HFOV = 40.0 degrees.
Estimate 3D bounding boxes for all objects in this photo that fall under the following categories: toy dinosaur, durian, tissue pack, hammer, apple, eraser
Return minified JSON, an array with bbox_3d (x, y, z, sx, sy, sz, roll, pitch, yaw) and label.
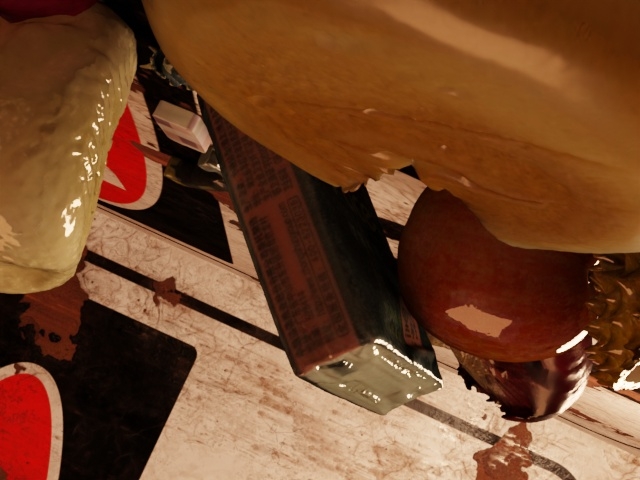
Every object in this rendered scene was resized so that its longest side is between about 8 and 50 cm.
[{"bbox_3d":[-0.156,-0.188,0.951,0.083,0.030,0.047,18,170,30],"label":"toy dinosaur"},{"bbox_3d":[0.264,0.018,0.652,0.183,0.138,0.249,-22,159,4],"label":"durian"},{"bbox_3d":[0.000,0.000,0.854,0.228,0.103,0.315,42,-156,-61],"label":"tissue pack"},{"bbox_3d":[-0.170,-0.101,1.415,0.159,0.041,0.226,34,166,-35],"label":"hammer"},{"bbox_3d":[0.170,0.017,0.798,0.174,0.188,0.188,14,166,29],"label":"apple"},{"bbox_3d":[-0.189,-0.156,1.213,0.065,0.026,0.105,25,171,10],"label":"eraser"}]

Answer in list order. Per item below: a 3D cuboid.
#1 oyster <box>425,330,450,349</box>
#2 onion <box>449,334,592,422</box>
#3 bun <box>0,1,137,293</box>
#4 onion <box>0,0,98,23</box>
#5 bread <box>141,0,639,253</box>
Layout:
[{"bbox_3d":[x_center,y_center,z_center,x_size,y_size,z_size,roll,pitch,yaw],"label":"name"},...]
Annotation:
[{"bbox_3d":[0.280,0.168,1.544,0.361,0.096,0.221,30,160,2],"label":"oyster"},{"bbox_3d":[0.235,0.070,1.044,0.272,0.195,0.272,52,161,26],"label":"onion"},{"bbox_3d":[-0.339,-0.118,0.955,0.227,0.352,0.349,16,134,-12],"label":"bun"},{"bbox_3d":[-0.228,-0.224,0.633,0.173,0.135,0.198,30,171,-15],"label":"onion"},{"bbox_3d":[0.069,-0.112,0.442,0.333,0.160,0.333,22,169,4],"label":"bread"}]
